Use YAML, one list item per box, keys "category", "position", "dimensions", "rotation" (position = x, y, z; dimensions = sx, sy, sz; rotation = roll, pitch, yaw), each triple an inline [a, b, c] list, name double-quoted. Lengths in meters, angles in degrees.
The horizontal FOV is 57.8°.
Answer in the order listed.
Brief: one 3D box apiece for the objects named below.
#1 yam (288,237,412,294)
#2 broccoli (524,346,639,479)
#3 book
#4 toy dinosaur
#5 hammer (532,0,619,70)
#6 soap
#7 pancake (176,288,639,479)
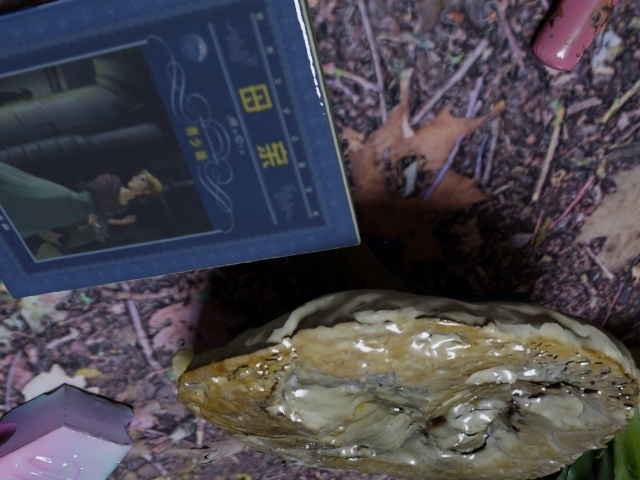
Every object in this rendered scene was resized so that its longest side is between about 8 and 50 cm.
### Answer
- category: "yam"
  position: [0.000, 0.000, 0.461]
  dimensions: [0.061, 0.061, 0.274]
  rotation: [-40, 119, 9]
- category: "broccoli"
  position: [0.332, 0.255, 0.628]
  dimensions: [0.321, 0.304, 0.283]
  rotation: [-17, 102, -35]
- category: "book"
  position: [-0.123, -0.057, 0.370]
  dimensions: [0.269, 0.025, 0.191]
  rotation: [-9, 124, 10]
- category: "toy dinosaur"
  position: [0.107, 0.112, 0.588]
  dimensions: [0.188, 0.075, 0.247]
  rotation: [10, 123, -11]
- category: "hammer"
  position: [0.197, -0.171, 0.441]
  dimensions: [0.043, 0.043, 0.083]
  rotation: [18, 112, -26]
- category: "soap"
  position: [-0.250, 0.202, 0.522]
  dimensions: [0.100, 0.056, 0.149]
  rotation: [33, 106, -28]
- category: "pancake"
  position: [0.066, 0.137, 0.487]
  dimensions: [0.387, 0.082, 0.387]
  rotation: [0, 147, 0]
